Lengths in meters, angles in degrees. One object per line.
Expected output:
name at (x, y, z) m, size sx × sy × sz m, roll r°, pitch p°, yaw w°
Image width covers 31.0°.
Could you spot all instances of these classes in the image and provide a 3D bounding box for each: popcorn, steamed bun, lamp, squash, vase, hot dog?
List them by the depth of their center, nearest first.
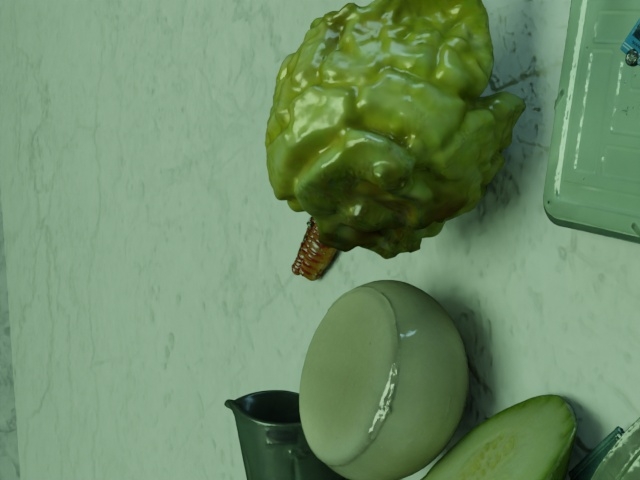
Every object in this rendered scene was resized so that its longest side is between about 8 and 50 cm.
lamp at (0.315, -0.127, 1.048) m, size 0.266 × 0.047 × 0.269 m, roll 18°, pitch 103°, yaw 59°
squash at (0.142, 0.273, 1.186) m, size 0.189 × 0.189 × 0.260 m, roll 40°, pitch 127°, yaw 52°
popcorn at (0.080, -0.117, 1.242) m, size 0.293 × 0.293 × 0.237 m, roll -47°, pitch 33°, yaw 48°
steamed bun at (0.085, 0.165, 1.321) m, size 0.232 × 0.145 × 0.231 m, roll -39°, pitch 43°, yaw 47°
vase at (-0.012, 0.350, 1.495) m, size 0.251 × 0.156 × 0.300 m, roll -5°, pitch 90°, yaw 33°
hot dog at (-0.002, 0.000, 1.574) m, size 0.144 × 0.038 × 0.062 m, roll -60°, pitch 42°, yaw 39°

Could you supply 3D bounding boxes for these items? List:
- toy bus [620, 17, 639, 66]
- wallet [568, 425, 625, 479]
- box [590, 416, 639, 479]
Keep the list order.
toy bus at (0.300, -0.156, 0.992) m, size 0.083 × 0.038 × 0.046 m, roll 55°, pitch 130°, yaw 44°
wallet at (0.292, 0.250, 1.090) m, size 0.088 × 0.026 × 0.129 m, roll -55°, pitch 43°, yaw 36°
box at (0.326, 0.208, 0.842) m, size 0.149 × 0.226 × 0.226 m, roll 55°, pitch 133°, yaw 45°
